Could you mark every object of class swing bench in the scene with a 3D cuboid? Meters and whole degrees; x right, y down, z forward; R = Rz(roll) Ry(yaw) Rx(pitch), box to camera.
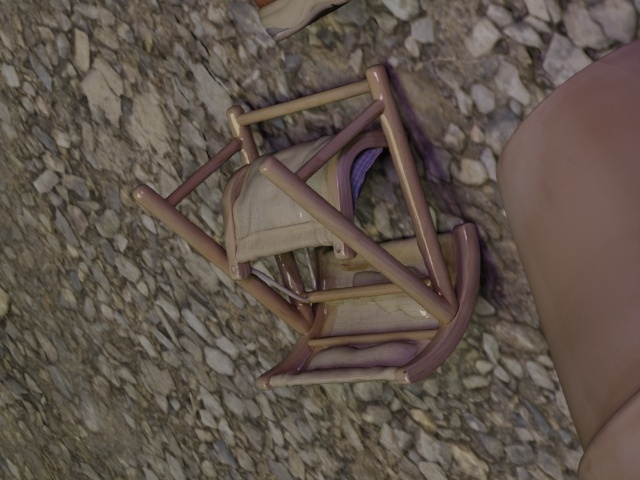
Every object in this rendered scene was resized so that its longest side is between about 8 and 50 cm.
[{"bbox_3d":[0.000,0.000,1.657,0.253,0.165,0.255,-8,119,55],"label":"swing bench"}]

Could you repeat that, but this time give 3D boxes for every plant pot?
[{"bbox_3d":[0.271,0.015,1.214,0.280,0.323,0.323,60,152,22],"label":"plant pot"}]

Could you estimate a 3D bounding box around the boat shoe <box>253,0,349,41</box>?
[{"bbox_3d":[0.021,-0.257,1.413,0.324,0.123,0.116,-21,102,56],"label":"boat shoe"}]
